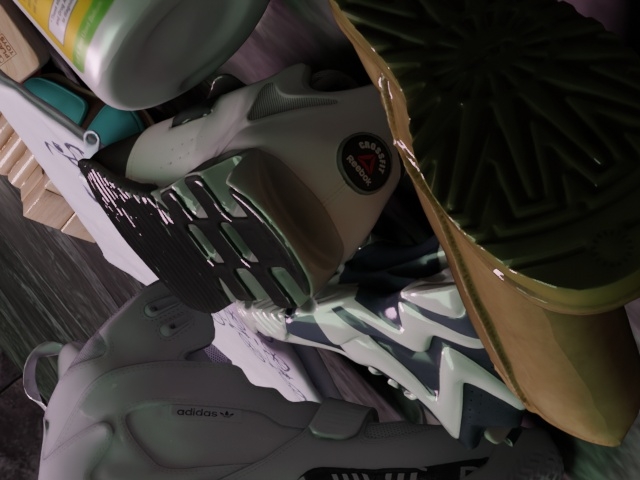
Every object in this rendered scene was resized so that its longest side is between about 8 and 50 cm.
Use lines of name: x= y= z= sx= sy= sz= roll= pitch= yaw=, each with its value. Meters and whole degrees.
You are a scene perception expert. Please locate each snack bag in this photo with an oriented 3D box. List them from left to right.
snack bag: x=-0.122 y=0.019 z=1.345 sx=0.342 sy=0.037 sz=0.323 roll=36 pitch=166 yaw=30

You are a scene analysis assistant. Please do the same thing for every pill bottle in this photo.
pill bottle: x=-0.152 y=-0.209 z=1.027 sx=0.245 sy=0.136 sz=0.136 roll=48 pitch=163 yaw=17

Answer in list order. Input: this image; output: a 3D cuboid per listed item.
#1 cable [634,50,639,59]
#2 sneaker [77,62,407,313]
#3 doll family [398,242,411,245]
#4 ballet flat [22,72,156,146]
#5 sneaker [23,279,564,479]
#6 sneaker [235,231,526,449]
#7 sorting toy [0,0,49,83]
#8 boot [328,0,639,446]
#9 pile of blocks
cable: x=0.163 y=0.002 z=0.762 sx=0.150 sy=0.047 sz=0.184 roll=32 pitch=154 yaw=51
sneaker: x=-0.038 y=-0.039 z=1.040 sx=0.122 sy=0.146 sz=0.330 roll=55 pitch=159 yaw=-20
doll family: x=0.000 y=0.000 z=1.170 sx=0.193 sy=0.076 sz=0.111 roll=55 pitch=169 yaw=12
ballet flat: x=-0.191 y=-0.090 z=1.513 sx=0.248 sy=0.086 sz=0.086 roll=36 pitch=156 yaw=49
sneaker: x=-0.030 y=0.125 z=1.147 sx=0.137 sy=0.366 sz=0.210 roll=80 pitch=177 yaw=-63
sneaker: x=0.060 y=0.069 z=1.043 sx=0.235 sy=0.094 sz=0.153 roll=-10 pitch=121 yaw=41
sorting toy: x=-0.403 y=-0.212 z=1.560 sx=0.257 sy=0.255 sz=0.089 roll=55 pitch=-155 yaw=-6
boot: x=0.102 y=0.008 z=0.722 sx=0.236 sy=0.089 sz=0.269 roll=65 pitch=-179 yaw=43
pile of blocks: x=-0.317 y=-0.164 z=1.679 sx=0.362 sy=0.149 sz=0.112 roll=44 pitch=120 yaw=0
